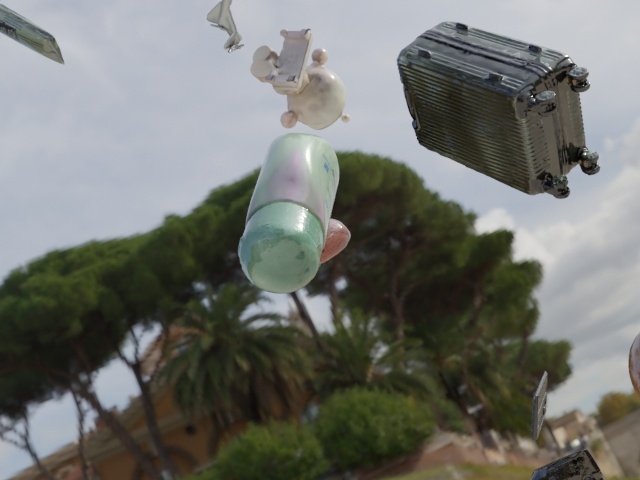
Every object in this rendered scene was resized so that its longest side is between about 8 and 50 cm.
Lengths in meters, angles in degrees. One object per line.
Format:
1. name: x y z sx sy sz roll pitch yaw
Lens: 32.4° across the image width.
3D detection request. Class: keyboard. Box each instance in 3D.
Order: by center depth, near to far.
1. keyboard: 0.317 0.237 1.587 0.011 0.067 0.202 3 3 15

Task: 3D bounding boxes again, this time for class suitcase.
1. suitcase: 0.260 -0.197 1.624 0.128 0.312 0.202 -37 -50 -22

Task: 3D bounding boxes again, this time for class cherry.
1. cherry: -0.002 -0.006 2.459 0.126 0.106 0.087 -35 -22 -2

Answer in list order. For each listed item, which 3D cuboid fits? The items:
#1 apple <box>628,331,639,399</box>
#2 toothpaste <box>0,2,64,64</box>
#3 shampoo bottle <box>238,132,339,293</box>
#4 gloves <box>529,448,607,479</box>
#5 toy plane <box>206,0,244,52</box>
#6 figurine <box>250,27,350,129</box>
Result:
1. apple: 0.541 0.191 1.528 0.210 0.173 0.235 -9 8 11
2. toothpaste: -0.447 -0.311 1.551 0.038 0.233 0.060 -50 -24 -20
3. shampoo bottle: -0.057 -0.043 2.019 0.151 0.350 0.222 7 -54 5
4. gloves: 0.455 0.493 1.970 0.164 0.203 0.124 -28 -12 21
5. toy plane: -0.102 -0.397 1.426 0.182 0.107 0.273 -59 -13 -49
6. figurine: -0.023 -0.334 2.351 0.144 0.182 0.256 -16 -29 26
